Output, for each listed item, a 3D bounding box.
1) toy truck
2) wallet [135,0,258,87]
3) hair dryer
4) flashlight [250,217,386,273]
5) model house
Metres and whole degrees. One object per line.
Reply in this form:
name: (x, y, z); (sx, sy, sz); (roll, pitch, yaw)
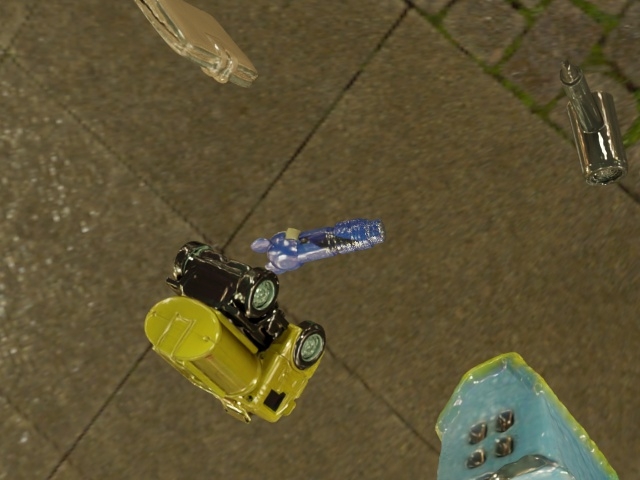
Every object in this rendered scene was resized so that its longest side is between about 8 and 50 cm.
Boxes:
toy truck: (-0.037, 0.045, 0.564); (0.049, 0.083, 0.054); (21, 72, 35)
wallet: (-0.138, -0.226, 1.403); (0.039, 0.152, 0.118); (-44, 63, 13)
hair dryer: (0.367, -0.174, 1.751); (0.070, 0.255, 0.128); (-16, 66, 19)
flashlight: (0.000, 0.000, 1.140); (0.121, 0.057, 0.035); (-14, 52, 15)
model house: (0.299, 0.321, 1.836); (0.215, 0.303, 0.237); (-26, 117, 27)
